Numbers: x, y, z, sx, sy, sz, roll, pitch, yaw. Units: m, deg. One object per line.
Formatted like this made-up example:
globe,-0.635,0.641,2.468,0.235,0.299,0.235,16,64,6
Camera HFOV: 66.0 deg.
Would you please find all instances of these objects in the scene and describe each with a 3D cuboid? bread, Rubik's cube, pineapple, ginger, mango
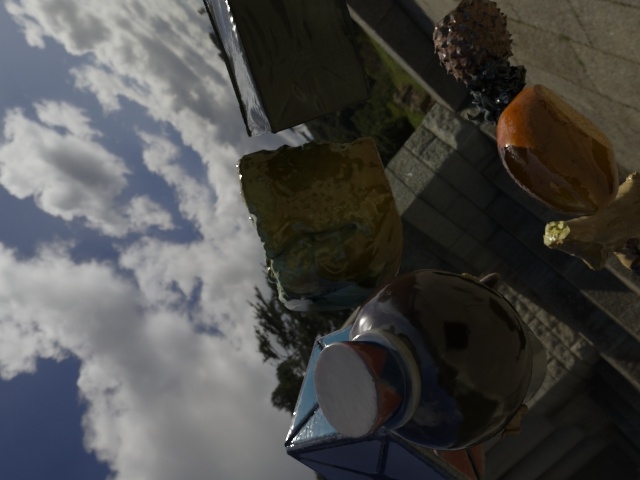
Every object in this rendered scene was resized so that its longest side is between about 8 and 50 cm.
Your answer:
bread,0.001,0.006,0.901,0.395,0.239,0.264,97,159,-74
Rubik's cube,0.123,0.308,0.898,0.255,0.260,0.259,41,-141,-19
pineapple,0.356,-0.313,1.005,0.165,0.165,0.365,9,-123,-62
ginger,0.748,-0.022,1.257,0.236,0.375,0.166,63,-177,-30
mango,0.311,-0.112,0.651,0.141,0.102,0.217,9,-135,-22

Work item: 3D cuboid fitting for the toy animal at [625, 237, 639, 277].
toy animal,0.437,0.074,0.470,0.229,0.066,0.224,38,172,-6

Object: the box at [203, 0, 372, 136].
box,-0.050,-0.272,0.655,0.149,0.155,0.231,-152,43,-69

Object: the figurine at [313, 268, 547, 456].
figurine,0.104,0.100,0.435,0.158,0.161,0.275,13,175,31
